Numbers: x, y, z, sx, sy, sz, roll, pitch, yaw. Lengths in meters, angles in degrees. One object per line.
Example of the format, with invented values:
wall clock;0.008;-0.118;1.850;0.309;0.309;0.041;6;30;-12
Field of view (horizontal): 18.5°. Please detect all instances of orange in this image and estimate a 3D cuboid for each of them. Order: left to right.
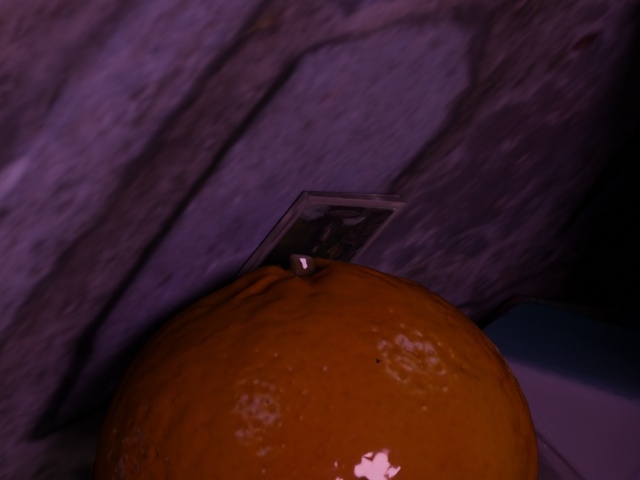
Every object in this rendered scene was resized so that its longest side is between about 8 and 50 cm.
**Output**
orange;-0.003;0.109;0.963;0.219;0.193;0.219;-4;161;-1

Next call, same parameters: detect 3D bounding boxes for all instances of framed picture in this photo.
framed picture;0.000;0.000;1.006;0.066;0.006;0.089;-49;154;23

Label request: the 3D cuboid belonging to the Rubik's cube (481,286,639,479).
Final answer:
Rubik's cube;0.250;0.172;1.268;0.387;0.358;0.368;-26;160;-53
